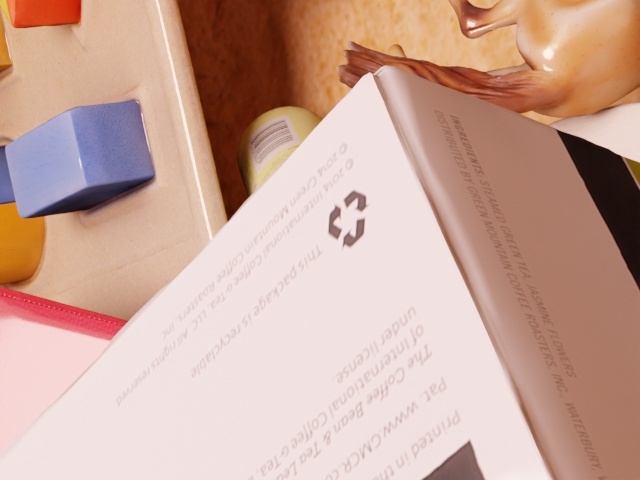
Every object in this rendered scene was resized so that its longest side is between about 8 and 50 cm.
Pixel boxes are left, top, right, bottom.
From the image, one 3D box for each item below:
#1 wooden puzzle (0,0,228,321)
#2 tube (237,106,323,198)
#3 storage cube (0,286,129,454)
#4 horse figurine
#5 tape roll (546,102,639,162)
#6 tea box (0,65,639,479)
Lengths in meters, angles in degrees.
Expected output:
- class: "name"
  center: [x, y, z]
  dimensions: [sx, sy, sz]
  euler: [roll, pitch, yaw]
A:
- class: "wooden puzzle"
  center: [-0.186, -0.094, 1.221]
  dimensions: [0.322, 0.080, 0.348]
  euler: [-20, 86, 55]
- class: "tube"
  center: [0.000, 0.000, 1.075]
  dimensions: [0.240, 0.062, 0.070]
  euler: [-112, 7, -63]
- class: "storage cube"
  center: [-0.137, 0.135, 1.092]
  dimensions: [0.193, 0.183, 0.215]
  euler: [14, 86, 19]
- class: "horse figurine"
  center: [0.134, -0.129, 0.973]
  dimensions: [0.263, 0.066, 0.174]
  euler: [-42, 39, -20]
- class: "tape roll"
  center: [0.141, 0.127, 0.929]
  dimensions: [0.392, 0.072, 0.392]
  euler: [-18, 65, 43]
- class: "tea box"
  center: [0.060, 0.157, 0.707]
  dimensions: [0.329, 0.323, 0.220]
  euler: [-43, 48, 28]
